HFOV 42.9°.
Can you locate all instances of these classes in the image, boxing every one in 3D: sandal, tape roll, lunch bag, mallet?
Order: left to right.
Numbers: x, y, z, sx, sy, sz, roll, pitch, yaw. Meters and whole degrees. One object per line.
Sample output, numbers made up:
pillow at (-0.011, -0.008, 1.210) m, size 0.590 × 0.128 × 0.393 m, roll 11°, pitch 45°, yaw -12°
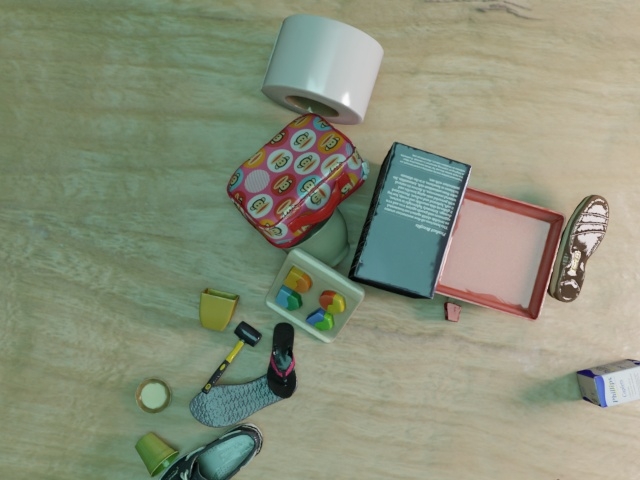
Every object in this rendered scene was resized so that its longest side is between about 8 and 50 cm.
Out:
mallet at (-0.202, 0.278, 1.872) m, size 0.062 × 0.039 × 0.189 m, roll 28°, pitch 67°, yaw 2°
sandal at (-0.175, 0.367, 1.885) m, size 0.255 × 0.054 × 0.097 m, roll -14°, pitch 82°, yaw -12°
sandal at (-0.088, 0.273, 1.872) m, size 0.067 × 0.040 × 0.179 m, roll 2°, pitch 69°, yaw -7°
lunch bag at (-0.044, -0.130, 1.832) m, size 0.293 × 0.120 × 0.258 m, roll -41°, pitch 47°, yaw -4°
tape roll at (0.005, -0.382, 1.848) m, size 0.246 × 0.246 × 0.169 m, roll 16°, pitch 85°, yaw 1°

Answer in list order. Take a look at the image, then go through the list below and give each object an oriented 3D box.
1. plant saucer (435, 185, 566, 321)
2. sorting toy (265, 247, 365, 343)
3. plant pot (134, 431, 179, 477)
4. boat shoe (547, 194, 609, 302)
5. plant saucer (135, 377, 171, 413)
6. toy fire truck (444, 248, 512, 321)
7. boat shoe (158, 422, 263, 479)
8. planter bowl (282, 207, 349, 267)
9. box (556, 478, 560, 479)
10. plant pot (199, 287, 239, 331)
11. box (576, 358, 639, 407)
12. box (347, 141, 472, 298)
plant saucer at (0.403, 0.029, 1.868) m, size 0.259 × 0.048 × 0.259 m, roll 16°, pitch 83°, yaw 4°
sorting toy at (-0.020, 0.134, 1.847) m, size 0.193 × 0.208 × 0.038 m, roll 32°, pitch 44°, yaw 2°
plant pot at (-0.382, 0.485, 1.866) m, size 0.083 × 0.083 × 0.079 m, roll -44°, pitch 75°, yaw -3°
boat shoe at (0.580, 0.011, 1.889) m, size 0.095 × 0.095 × 0.257 m, roll 22°, pitch 92°, yaw -18°
plant saucer at (-0.390, 0.363, 1.902) m, size 0.083 × 0.015 × 0.083 m, roll 0°, pitch 85°, yaw -1°
toy fire truck at (0.369, 0.103, 1.908) m, size 0.135 × 0.047 × 0.192 m, roll 10°, pitch 85°, yaw 1°
boat shoe at (-0.266, 0.522, 1.851) m, size 0.302 × 0.091 × 0.114 m, roll -41°, pitch 86°, yaw -3°
planter bowl at (0.000, 0.000, 1.873) m, size 0.162 × 0.162 × 0.109 m, roll -41°, pitch 113°, yaw -3°
box at (0.589, 0.670, 1.802) m, size 0.203 × 0.168 × 0.167 m, roll 34°, pitch 86°, yaw 2°
plant pot at (-0.241, 0.164, 1.889) m, size 0.082 × 0.081 × 0.083 m, roll 14°, pitch 96°, yaw 1°
box at (0.674, 0.323, 1.851) m, size 0.137 × 0.126 × 0.072 m, roll -14°, pitch 87°, yaw -2°
box at (0.189, -0.030, 1.796) m, size 0.183 × 0.296 × 0.294 m, roll 18°, pitch 86°, yaw 1°
